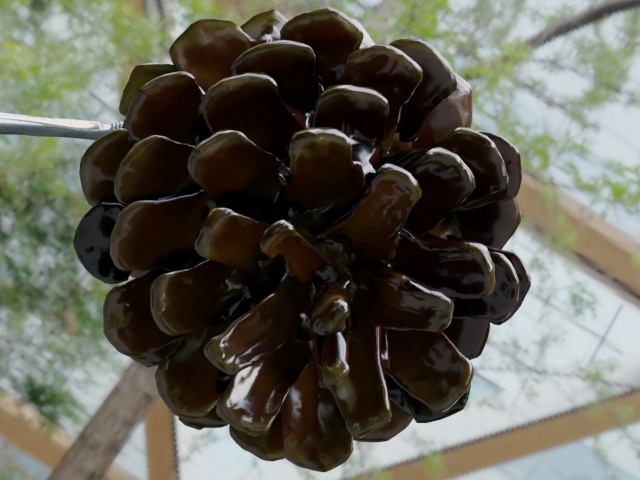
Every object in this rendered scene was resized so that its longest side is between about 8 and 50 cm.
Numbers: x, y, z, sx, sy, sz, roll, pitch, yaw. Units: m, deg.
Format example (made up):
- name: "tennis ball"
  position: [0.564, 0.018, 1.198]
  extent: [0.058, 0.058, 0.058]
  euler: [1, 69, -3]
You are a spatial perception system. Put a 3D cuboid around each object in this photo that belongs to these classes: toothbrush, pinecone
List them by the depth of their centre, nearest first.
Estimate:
- name: "pinecone"
  position: [-0.008, 0.007, 0.709]
  extent: [0.264, 0.264, 0.264]
  euler: [29, -23, 14]
- name: "toothbrush"
  position: [-0.270, -0.121, 1.392]
  extent: [0.375, 0.028, 0.037]
  euler: [3, -57, -12]
